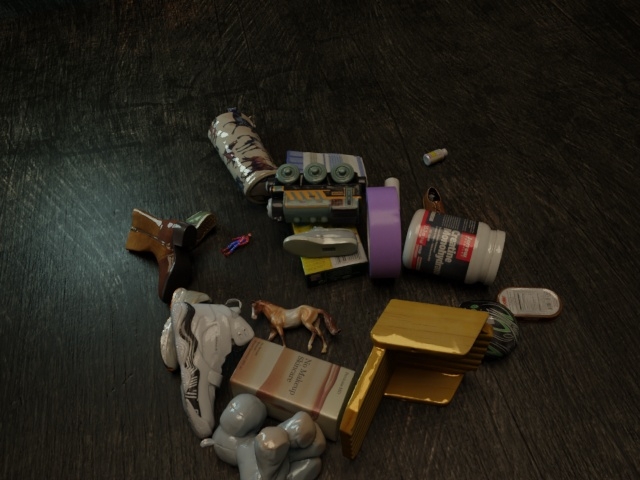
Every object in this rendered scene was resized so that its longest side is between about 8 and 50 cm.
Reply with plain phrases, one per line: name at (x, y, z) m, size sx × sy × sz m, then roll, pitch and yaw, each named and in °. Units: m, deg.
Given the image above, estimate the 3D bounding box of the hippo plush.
hippo plush at (-0.143, 0.511, 1.277) m, size 0.236 × 0.234 × 0.295 m, roll 26°, pitch 101°, yaw 41°

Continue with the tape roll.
tape roll at (0.186, -0.024, 1.563) m, size 0.090 × 0.275 × 0.275 m, roll -3°, pitch 54°, yaw 4°

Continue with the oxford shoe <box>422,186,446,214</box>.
oxford shoe at (0.382, -0.087, 1.719) m, size 0.075 × 0.076 × 0.213 m, roll -8°, pitch 55°, yaw -4°

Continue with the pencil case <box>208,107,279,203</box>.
pencil case at (-0.258, -0.305, 1.874) m, size 0.183 × 0.160 × 0.410 m, roll -31°, pitch 57°, yaw -4°

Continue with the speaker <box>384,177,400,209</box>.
speaker at (0.247, -0.151, 1.787) m, size 0.055 × 0.055 × 0.136 m, roll 1°, pitch 53°, yaw 5°

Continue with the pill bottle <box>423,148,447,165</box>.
pill bottle at (0.422, -0.308, 1.896) m, size 0.083 × 0.043 × 0.043 m, roll -23°, pitch 55°, yaw -13°

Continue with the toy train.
toy train at (-0.013, -0.142, 1.657) m, size 0.333 × 0.142 × 0.191 m, roll 0°, pitch 63°, yaw 4°

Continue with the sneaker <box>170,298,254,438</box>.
sneaker at (-0.279, 0.332, 1.408) m, size 0.210 × 0.137 × 0.366 m, roll -8°, pitch 72°, yaw -20°

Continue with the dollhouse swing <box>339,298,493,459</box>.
dollhouse swing at (0.227, 0.363, 1.230) m, size 0.314 × 0.347 × 0.305 m, roll 7°, pitch 54°, yaw 9°

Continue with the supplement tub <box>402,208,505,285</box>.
supplement tub at (0.399, 0.022, 1.565) m, size 0.272 × 0.191 × 0.191 m, roll 14°, pitch 56°, yaw 15°

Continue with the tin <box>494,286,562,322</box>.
tin at (0.612, 0.187, 1.526) m, size 0.189 × 0.040 × 0.106 m, roll 1°, pitch 50°, yaw 5°

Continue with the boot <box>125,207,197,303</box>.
boot at (-0.543, 0.045, 1.665) m, size 0.280 × 0.096 × 0.265 m, roll 13°, pitch 96°, yaw 30°

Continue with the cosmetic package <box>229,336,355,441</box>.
cosmetic package at (-0.070, 0.387, 1.364) m, size 0.295 × 0.129 × 0.153 m, roll 15°, pitch 48°, yaw 14°

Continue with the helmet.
helmet at (0.462, 0.245, 1.427) m, size 0.161 × 0.169 × 0.170 m, roll 9°, pitch 53°, yaw 31°

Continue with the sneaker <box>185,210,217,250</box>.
sneaker at (-0.441, -0.030, 1.754) m, size 0.192 × 0.064 × 0.086 m, roll -43°, pitch 38°, yaw -12°

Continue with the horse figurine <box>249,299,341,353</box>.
horse figurine at (-0.073, 0.249, 1.514) m, size 0.263 × 0.066 × 0.175 m, roll -7°, pitch 60°, yaw 2°

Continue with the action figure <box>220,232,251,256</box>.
action figure at (-0.278, 0.010, 1.728) m, size 0.115 × 0.030 × 0.038 m, roll -34°, pitch 53°, yaw -21°

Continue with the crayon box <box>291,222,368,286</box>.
crayon box at (0.018, -0.017, 1.691) m, size 0.202 × 0.081 × 0.319 m, roll -12°, pitch 54°, yaw -4°

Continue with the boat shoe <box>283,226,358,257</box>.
boat shoe at (0.001, -0.001, 1.590) m, size 0.227 × 0.079 × 0.081 m, roll 1°, pitch 45°, yaw -2°

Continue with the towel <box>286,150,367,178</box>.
towel at (0.019, -0.259, 1.829) m, size 0.284 × 0.034 × 0.209 m, roll 4°, pitch 31°, yaw -6°

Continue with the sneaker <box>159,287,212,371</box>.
sneaker at (-0.388, 0.256, 1.516) m, size 0.120 × 0.099 × 0.263 m, roll 3°, pitch 55°, yaw 1°
